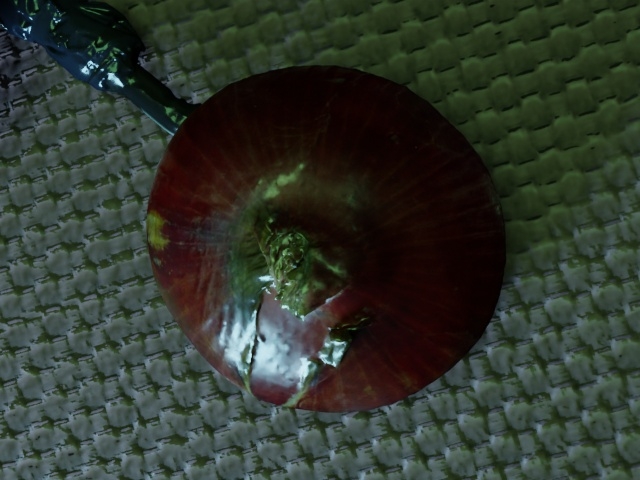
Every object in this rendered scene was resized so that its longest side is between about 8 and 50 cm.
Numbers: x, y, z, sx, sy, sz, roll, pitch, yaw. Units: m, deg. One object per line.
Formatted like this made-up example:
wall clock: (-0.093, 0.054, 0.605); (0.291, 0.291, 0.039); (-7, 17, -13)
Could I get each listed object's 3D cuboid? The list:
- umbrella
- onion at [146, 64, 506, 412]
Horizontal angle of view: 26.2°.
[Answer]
umbrella: (-0.178, -0.150, 1.005); (0.248, 0.071, 0.071); (42, 98, 14)
onion: (0.003, -0.003, 0.913); (0.248, 0.161, 0.248); (1, 74, -2)
